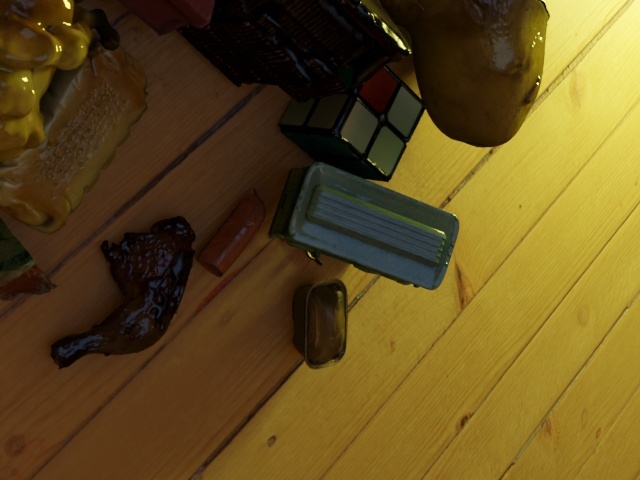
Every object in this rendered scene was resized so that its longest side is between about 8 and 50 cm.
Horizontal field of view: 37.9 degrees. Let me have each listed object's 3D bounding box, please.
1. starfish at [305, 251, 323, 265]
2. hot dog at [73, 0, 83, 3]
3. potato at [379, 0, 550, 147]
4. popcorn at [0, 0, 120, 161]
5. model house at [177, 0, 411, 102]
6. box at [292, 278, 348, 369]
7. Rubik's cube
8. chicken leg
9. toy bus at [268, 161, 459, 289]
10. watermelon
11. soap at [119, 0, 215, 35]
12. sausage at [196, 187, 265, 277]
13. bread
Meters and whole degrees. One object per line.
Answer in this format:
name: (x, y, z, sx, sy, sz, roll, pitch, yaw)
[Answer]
starfish: (0.000, 0.000, 1.846, 0.091, 0.028, 0.078, -51, 128, -24)
hot dog: (-0.375, -0.465, 1.409, 0.102, 0.076, 0.249, 5, 95, -44)
potato: (0.277, -0.351, 1.835, 0.397, 0.290, 0.296, 13, 91, -43)
popcorn: (-0.432, -0.275, 1.238, 0.381, 0.349, 0.349, -16, 109, -42)
model house: (-0.066, -0.381, 1.610, 0.282, 0.297, 0.317, -39, 128, 19)
box: (0.001, 0.162, 1.831, 0.111, 0.111, 0.177, -10, 105, -38)
Rubik's cube: (0.060, -0.233, 1.757, 0.183, 0.167, 0.180, 39, 73, -39)
chicken leg: (-0.317, 0.093, 1.579, 0.177, 0.083, 0.323, 31, 77, -30)
toy bus: (0.078, -0.024, 1.749, 0.312, 0.190, 0.152, 20, 83, -16)
watermelon: (-0.492, 0.036, 1.440, 0.098, 0.121, 0.158, -40, 168, -10)
soap: (-0.280, -0.496, 1.363, 0.359, 0.128, 0.233, 37, 58, -55)
sausage: (-0.154, -0.016, 1.696, 0.169, 0.065, 0.065, -54, 127, -19)
bread: (-0.390, -0.167, 1.428, 0.311, 0.121, 0.173, -56, 131, -16)
